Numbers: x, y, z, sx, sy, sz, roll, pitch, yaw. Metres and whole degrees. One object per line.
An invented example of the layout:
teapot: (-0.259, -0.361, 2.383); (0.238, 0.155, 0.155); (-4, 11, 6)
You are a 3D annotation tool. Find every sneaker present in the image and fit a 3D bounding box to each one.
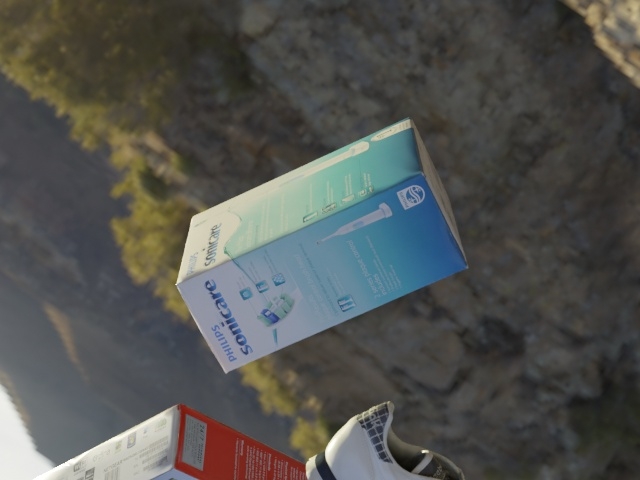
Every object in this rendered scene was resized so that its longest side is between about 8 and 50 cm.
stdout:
sneaker: (0.097, 0.239, 1.114); (0.235, 0.095, 0.090); (45, -171, -8)

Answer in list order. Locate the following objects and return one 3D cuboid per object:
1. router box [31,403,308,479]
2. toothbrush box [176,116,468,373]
router box: (-0.167, 0.337, 1.602); (0.335, 0.082, 0.301); (-30, 134, 33)
toothbrush box: (0.000, 0.000, 1.540); (0.216, 0.296, 0.126); (-93, -22, -69)
